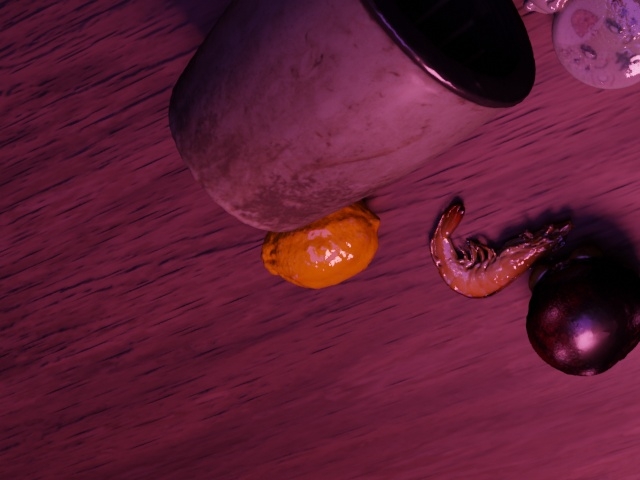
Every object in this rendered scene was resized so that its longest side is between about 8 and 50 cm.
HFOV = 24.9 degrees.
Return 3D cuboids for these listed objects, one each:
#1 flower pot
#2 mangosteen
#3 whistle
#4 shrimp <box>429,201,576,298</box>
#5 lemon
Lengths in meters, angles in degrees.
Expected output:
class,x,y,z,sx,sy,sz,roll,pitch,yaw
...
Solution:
class,x,y,z,sx,sy,sz,roll,pitch,yaw
flower pot,0.014,-0.185,1.562,0.330,0.293,0.293,-35,104,33
mangosteen,0.307,0.080,1.698,0.152,0.152,0.152,6,117,11
whistle,0.277,-0.259,1.576,0.258,0.067,0.126,39,125,-2
shrimp,0.210,-0.006,1.737,0.178,0.034,0.124,-35,97,31
lemon,0.000,0.000,1.741,0.155,0.114,0.114,-22,109,14
